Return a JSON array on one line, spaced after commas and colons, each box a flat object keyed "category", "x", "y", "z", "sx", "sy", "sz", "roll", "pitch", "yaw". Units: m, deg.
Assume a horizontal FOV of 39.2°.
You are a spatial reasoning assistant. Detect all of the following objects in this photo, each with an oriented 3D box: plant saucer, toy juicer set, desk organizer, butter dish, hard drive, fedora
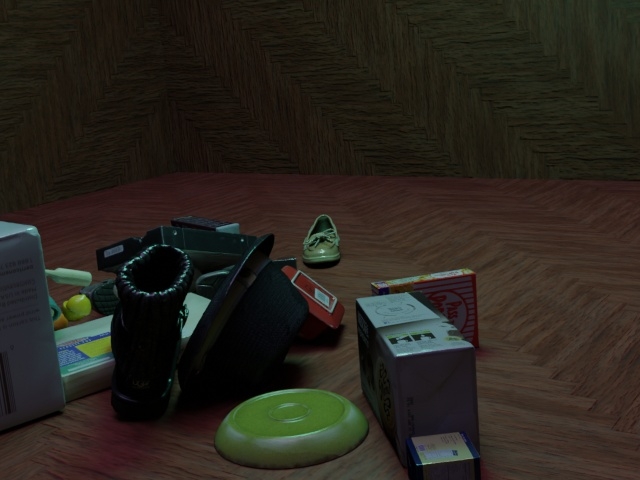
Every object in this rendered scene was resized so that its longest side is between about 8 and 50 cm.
[{"category": "plant saucer", "x": -0.046, "y": 0.279, "z": 1.385, "sx": 0.240, "sy": 0.037, "sz": 0.241, "roll": -5, "pitch": 13, "yaw": 1}, {"category": "toy juicer set", "x": -0.554, "y": 0.144, "z": 1.806, "sx": 0.209, "sy": 0.090, "sz": 0.329, "roll": -1, "pitch": -27, "yaw": -31}, {"category": "desk organizer", "x": -0.126, "y": 0.071, "z": 2.314, "sx": 0.130, "sy": 0.047, "sz": 0.050, "roll": -6, "pitch": 10, "yaw": -3}, {"category": "butter dish", "x": -0.045, "y": 0.145, "z": 1.822, "sx": 0.160, "sy": 0.118, "sz": 0.160, "roll": 36, "pitch": 14, "yaw": -1}, {"category": "hard drive", "x": -0.343, "y": 0.033, "z": 2.203, "sx": 0.236, "sy": 0.064, "sz": 0.339, "roll": -17, "pitch": -13, "yaw": 33}, {"category": "fedora", "x": -0.117, "y": 0.153, "z": 1.606, "sx": 0.152, "sy": 0.334, "sz": 0.334, "roll": 30, "pitch": 17, "yaw": 3}]

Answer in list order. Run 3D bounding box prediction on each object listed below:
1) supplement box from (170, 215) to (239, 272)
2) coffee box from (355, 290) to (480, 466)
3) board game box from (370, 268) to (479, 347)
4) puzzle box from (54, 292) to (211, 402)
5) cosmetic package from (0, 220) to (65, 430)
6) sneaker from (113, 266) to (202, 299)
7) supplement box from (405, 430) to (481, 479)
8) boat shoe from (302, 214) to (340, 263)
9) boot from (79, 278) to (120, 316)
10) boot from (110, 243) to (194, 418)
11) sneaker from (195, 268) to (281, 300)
[{"category": "supplement box", "x": -0.314, "y": 0.010, "z": 2.467, "sx": 0.073, "sy": 0.130, "sz": 0.239, "roll": -15, "pitch": 17, "yaw": -40}, {"category": "coffee box", "x": 0.141, "y": 0.198, "z": 1.375, "sx": 0.118, "sy": 0.168, "sz": 0.297, "roll": -7, "pitch": 13, "yaw": -7}, {"category": "board game box", "x": 0.195, "y": 0.139, "z": 1.666, "sx": 0.193, "sy": 0.147, "sz": 0.045, "roll": -9, "pitch": 13, "yaw": -14}, {"category": "puzzle box", "x": -0.373, "y": 0.201, "z": 1.795, "sx": 0.408, "sy": 0.052, "sz": 0.272, "roll": -16, "pitch": 17, "yaw": -32}, {"category": "cosmetic package", "x": -0.695, "y": 0.149, "z": 1.553, "sx": 0.329, "sy": 0.328, "sz": 0.393, "roll": -16, "pitch": 16, "yaw": -41}, {"category": "sneaker", "x": -0.351, "y": 0.132, "z": 2.092, "sx": 0.123, "sy": 0.106, "sz": 0.290, "roll": 42, "pitch": 22, "yaw": 19}, {"category": "supplement box", "x": 0.161, "y": 0.297, "z": 1.181, "sx": 0.083, "sy": 0.056, "sz": 0.083, "roll": -6, "pitch": 13, "yaw": -4}, {"category": "boat shoe", "x": 0.000, "y": 0.000, "z": 2.478, "sx": 0.104, "sy": 0.089, "sz": 0.285, "roll": -4, "pitch": 13, "yaw": 0}, {"category": "boot", "x": -0.513, "y": 0.134, "z": 2.145, "sx": 0.161, "sy": 0.084, "sz": 0.246, "roll": -5, "pitch": 4, "yaw": 23}, {"category": "boot", "x": -0.295, "y": 0.109, "z": 1.563, "sx": 0.131, "sy": 0.260, "sz": 0.348, "roll": 2, "pitch": 27, "yaw": -14}, {"category": "sneaker", "x": -0.195, "y": 0.100, "z": 2.132, "sx": 0.227, "sy": 0.087, "sz": 0.130, "roll": -7, "pitch": 11, "yaw": -24}]
